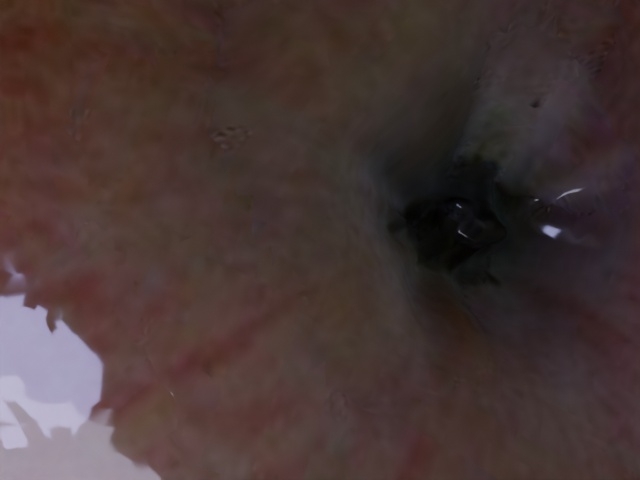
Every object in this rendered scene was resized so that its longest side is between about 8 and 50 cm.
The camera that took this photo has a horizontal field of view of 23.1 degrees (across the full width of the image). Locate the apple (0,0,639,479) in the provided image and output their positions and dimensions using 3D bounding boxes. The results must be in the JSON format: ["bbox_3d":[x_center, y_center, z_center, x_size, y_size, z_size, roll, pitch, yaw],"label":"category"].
[{"bbox_3d":[0.000,0.000,0.467,0.269,0.345,0.344,-25,107,48],"label":"apple"}]
